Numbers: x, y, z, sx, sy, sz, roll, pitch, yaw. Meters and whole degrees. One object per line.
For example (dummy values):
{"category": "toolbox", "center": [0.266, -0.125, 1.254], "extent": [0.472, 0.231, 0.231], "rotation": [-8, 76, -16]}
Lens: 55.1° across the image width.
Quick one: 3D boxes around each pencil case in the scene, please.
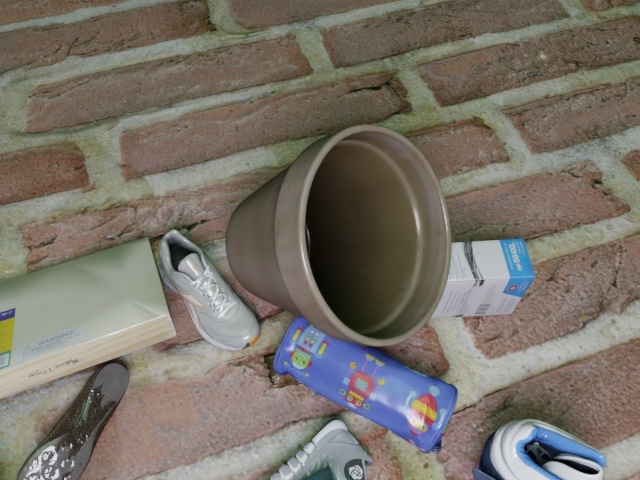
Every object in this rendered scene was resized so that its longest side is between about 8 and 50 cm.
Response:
{"category": "pencil case", "center": [0.077, 0.230, 1.010], "extent": [0.306, 0.133, 0.119], "rotation": [25, 96, 15]}

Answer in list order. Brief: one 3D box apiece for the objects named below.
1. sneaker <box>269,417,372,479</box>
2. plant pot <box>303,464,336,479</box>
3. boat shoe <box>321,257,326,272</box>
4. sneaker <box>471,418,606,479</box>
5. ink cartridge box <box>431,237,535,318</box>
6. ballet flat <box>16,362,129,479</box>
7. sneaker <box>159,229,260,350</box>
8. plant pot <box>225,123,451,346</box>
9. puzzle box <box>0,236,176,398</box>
{"category": "sneaker", "center": [-0.007, 0.388, 0.927], "extent": [0.132, 0.086, 0.229], "rotation": [41, 64, 19]}
{"category": "plant pot", "center": [-0.051, 0.451, 0.811], "extent": [0.234, 0.165, 0.165], "rotation": [-25, 95, -4]}
{"category": "boat shoe", "center": [0.014, 0.041, 1.158], "extent": [0.073, 0.073, 0.207], "rotation": [3, 57, -2]}
{"category": "sneaker", "center": [0.358, 0.391, 0.843], "extent": [0.130, 0.236, 0.323], "rotation": [-33, 63, -21]}
{"category": "ink cartridge box", "center": [0.255, 0.072, 1.100], "extent": [0.203, 0.148, 0.086], "rotation": [-2, 58, -4]}
{"category": "ballet flat", "center": [-0.395, 0.308, 0.988], "extent": [0.084, 0.058, 0.250], "rotation": [38, 63, -20]}
{"category": "sneaker", "center": [-0.209, 0.086, 1.093], "extent": [0.099, 0.121, 0.262], "rotation": [-40, 66, -23]}
{"category": "plant pot", "center": [0.000, 0.000, 0.979], "extent": [0.280, 0.323, 0.323], "rotation": [-5, 44, 46]}
{"category": "puzzle box", "center": [-0.465, 0.135, 1.031], "extent": [0.409, 0.052, 0.272], "rotation": [-18, 34, -13]}
